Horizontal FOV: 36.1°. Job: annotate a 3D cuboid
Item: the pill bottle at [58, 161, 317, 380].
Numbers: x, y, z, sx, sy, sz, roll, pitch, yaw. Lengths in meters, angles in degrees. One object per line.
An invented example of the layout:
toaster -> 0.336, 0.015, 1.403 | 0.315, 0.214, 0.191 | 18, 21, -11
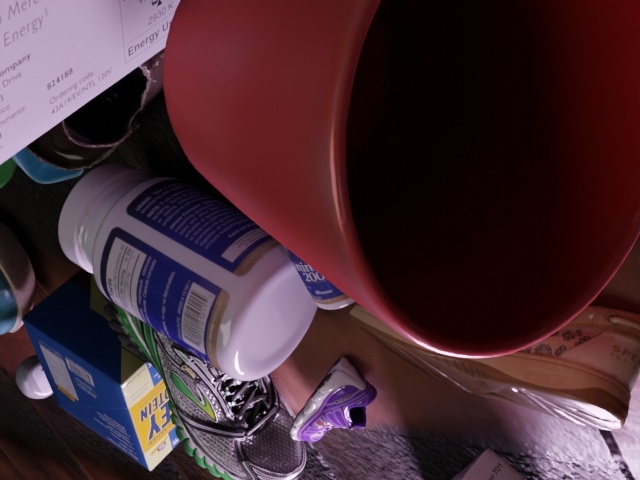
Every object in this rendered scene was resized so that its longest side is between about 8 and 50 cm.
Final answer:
pill bottle -> -0.142, 0.023, 1.034 | 0.265, 0.153, 0.153 | 28, 144, 27

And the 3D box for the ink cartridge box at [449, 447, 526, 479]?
ink cartridge box -> 0.137, 0.322, 1.055 | 0.082, 0.139, 0.190 | 42, 148, 8

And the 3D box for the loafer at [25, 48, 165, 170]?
loafer -> -0.226, -0.148, 0.927 | 0.134, 0.130, 0.366 | 27, 151, -16

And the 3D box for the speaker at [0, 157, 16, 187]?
speaker -> -0.538, -0.131, 1.346 | 0.296, 0.131, 0.131 | 11, 134, 42

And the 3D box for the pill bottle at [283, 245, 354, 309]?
pill bottle -> 0.000, 0.000, 0.923 | 0.067, 0.067, 0.120 | 3, 128, 48

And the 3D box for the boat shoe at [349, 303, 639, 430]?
boat shoe -> 0.146, 0.082, 0.846 | 0.285, 0.089, 0.104 | 14, 162, 44

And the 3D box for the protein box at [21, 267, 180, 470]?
protein box -> -0.280, 0.175, 1.378 | 0.200, 0.136, 0.201 | 27, 143, 28

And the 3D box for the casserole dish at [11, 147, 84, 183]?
casserole dish -> -0.337, -0.129, 1.202 | 0.188, 0.037, 0.114 | -5, 122, 51

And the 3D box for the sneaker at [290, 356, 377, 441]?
sneaker -> 0.016, 0.201, 1.134 | 0.071, 0.068, 0.170 | 37, 147, 4

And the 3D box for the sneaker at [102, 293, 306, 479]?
sneaker -> -0.128, 0.164, 1.194 | 0.343, 0.134, 0.146 | 54, 147, -11

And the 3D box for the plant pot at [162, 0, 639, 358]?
plant pot -> 0.043, -0.093, 0.614 | 0.243, 0.275, 0.275 | 24, 143, 49

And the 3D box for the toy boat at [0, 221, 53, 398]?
toy boat -> -0.499, 0.104, 1.543 | 0.318, 0.148, 0.267 | 40, 147, 11

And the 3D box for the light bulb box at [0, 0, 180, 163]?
light bulb box -> -0.205, -0.279, 0.578 | 0.225, 0.358, 0.361 | 30, 144, 21
